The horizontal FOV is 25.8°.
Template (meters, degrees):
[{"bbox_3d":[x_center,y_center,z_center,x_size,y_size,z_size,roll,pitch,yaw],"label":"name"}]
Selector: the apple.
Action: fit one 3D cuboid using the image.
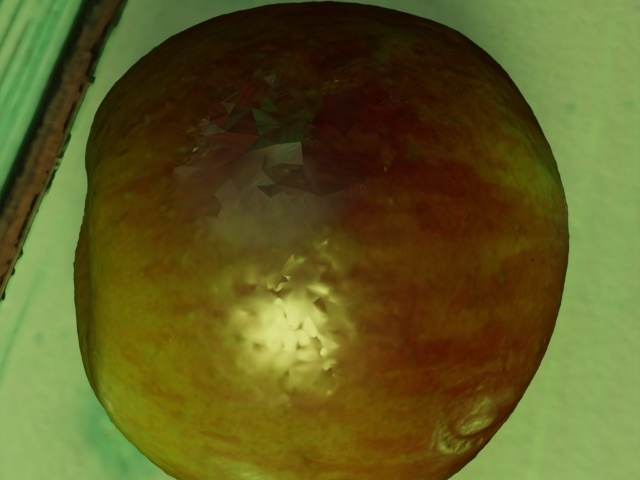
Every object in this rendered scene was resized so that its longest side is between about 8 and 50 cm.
[{"bbox_3d":[0.000,0.000,0.502,0.173,0.160,0.195,2,66,-16],"label":"apple"}]
